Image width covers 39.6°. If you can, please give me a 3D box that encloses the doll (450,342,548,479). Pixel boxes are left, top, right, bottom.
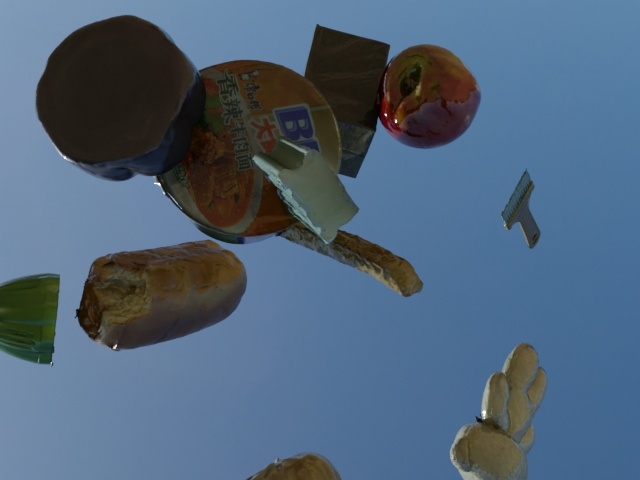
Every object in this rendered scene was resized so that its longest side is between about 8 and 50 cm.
[{"bbox_3d":[0.318,0.319,1.566,0.175,0.149,0.278,40,-118,-11],"label":"doll"}]

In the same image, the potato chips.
[{"bbox_3d":[0.000,0.000,1.636,0.407,0.080,0.057,22,-130,25],"label":"potato chips"}]

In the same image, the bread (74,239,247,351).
[{"bbox_3d":[-0.303,0.111,1.762,0.149,0.195,0.344,34,-152,30],"label":"bread"}]

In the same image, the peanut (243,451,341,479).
[{"bbox_3d":[-0.083,0.460,1.274,0.174,0.339,0.158,27,168,-18],"label":"peanut"}]

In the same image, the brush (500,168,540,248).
[{"bbox_3d":[0.317,-0.035,1.377,0.010,0.218,0.082,28,-97,28],"label":"brush"}]

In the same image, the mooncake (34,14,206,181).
[{"bbox_3d":[-0.281,-0.198,1.267,0.245,0.244,0.133,16,172,14],"label":"mooncake"}]

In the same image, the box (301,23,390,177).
[{"bbox_3d":[0.029,-0.259,1.671,0.149,0.155,0.231,15,-127,-5],"label":"box"}]

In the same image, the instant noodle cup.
[{"bbox_3d":[-0.122,-0.122,1.448,0.297,0.214,0.296,1,-102,-6],"label":"instant noodle cup"}]

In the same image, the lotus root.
[{"bbox_3d":[-0.590,0.145,1.700,0.186,0.186,0.186,4,-145,-3],"label":"lotus root"}]

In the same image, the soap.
[{"bbox_3d":[-0.021,-0.072,1.170,0.063,0.114,0.198,-37,-161,-4],"label":"soap"}]

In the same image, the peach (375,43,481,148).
[{"bbox_3d":[0.189,-0.245,1.556,0.198,0.197,0.197,4,-145,-3],"label":"peach"}]
